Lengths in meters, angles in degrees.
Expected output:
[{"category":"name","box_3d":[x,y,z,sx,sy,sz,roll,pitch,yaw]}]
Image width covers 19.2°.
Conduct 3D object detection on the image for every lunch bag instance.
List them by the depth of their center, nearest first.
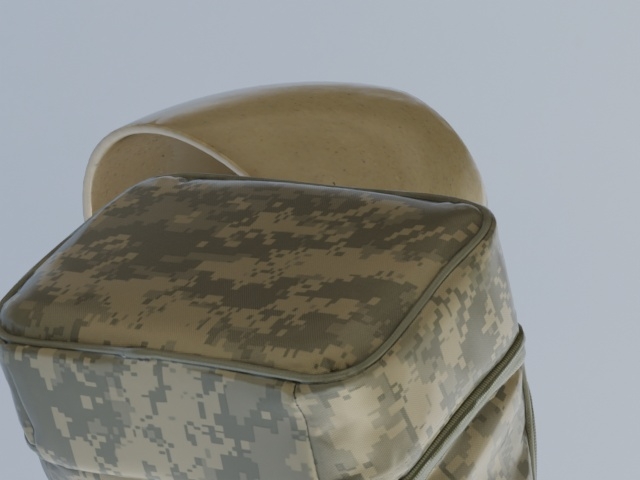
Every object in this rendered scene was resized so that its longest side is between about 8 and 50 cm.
[{"category":"lunch bag","box_3d":[-0.024,0.114,1.168,0.305,0.256,0.212,5,-147,34]}]

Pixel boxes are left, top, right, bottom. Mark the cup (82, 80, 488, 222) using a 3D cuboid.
[{"category":"cup","box_3d":[0.000,0.000,1.564,0.331,0.331,0.237,41,-126,21]}]
